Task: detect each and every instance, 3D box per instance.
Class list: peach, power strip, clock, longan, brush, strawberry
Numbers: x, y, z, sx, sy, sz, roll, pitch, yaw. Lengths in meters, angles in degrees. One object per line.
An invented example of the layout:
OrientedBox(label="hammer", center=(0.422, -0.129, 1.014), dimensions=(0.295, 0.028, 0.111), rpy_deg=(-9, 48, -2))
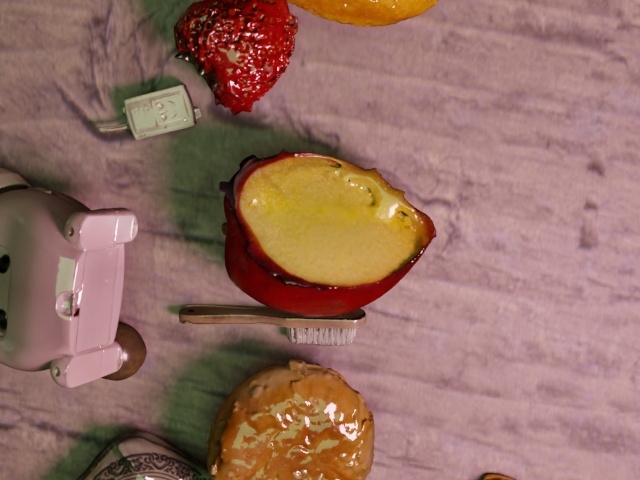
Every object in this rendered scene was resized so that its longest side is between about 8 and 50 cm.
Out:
OrientedBox(label="peach", center=(0.000, 0.000, 1.656), dimensions=(0.362, 0.201, 0.257), rpy_deg=(2, 68, -14))
OrientedBox(label="power strip", center=(-0.294, -0.212, 1.695), dimensions=(0.175, 0.042, 0.075), rpy_deg=(-15, 100, 2))
OrientedBox(label="clock", center=(-0.484, 0.063, 1.642), dimensions=(0.326, 0.184, 0.342), rpy_deg=(13, 95, 28))
OrientedBox(label="longan", center=(-0.364, 0.188, 1.728), dimensions=(0.106, 0.106, 0.119), rpy_deg=(-42, 101, 6))
OrientedBox(label="brush", center=(-0.084, 0.149, 1.744), dimensions=(0.328, 0.070, 0.065), rpy_deg=(2, 109, 1))
OrientedBox(label="strawberry", center=(-0.129, -0.321, 1.611), dimensions=(0.201, 0.187, 0.184), rpy_deg=(-39, 133, 9))

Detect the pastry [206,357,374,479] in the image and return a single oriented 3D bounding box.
OrientedBox(label="pastry", center=(-0.052, 0.351, 1.710), dimensions=(0.285, 0.184, 0.315), rpy_deg=(17, 97, -9))

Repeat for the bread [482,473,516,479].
OrientedBox(label="bread", center=(0.313, 0.526, 1.797), dimensions=(0.116, 0.077, 0.200), rpy_deg=(24, 97, 4))

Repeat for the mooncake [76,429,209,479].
OrientedBox(label="mooncake", center=(-0.312, 0.475, 1.755), dimensions=(0.250, 0.136, 0.254), rpy_deg=(34, 98, -9))

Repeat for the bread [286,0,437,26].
OrientedBox(label="bread", center=(0.072, -0.533, 1.541), dimensions=(0.361, 0.250, 0.394), rpy_deg=(8, 100, -1))
